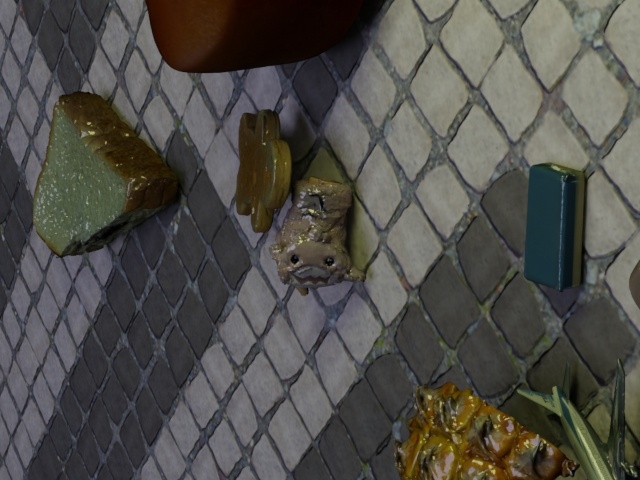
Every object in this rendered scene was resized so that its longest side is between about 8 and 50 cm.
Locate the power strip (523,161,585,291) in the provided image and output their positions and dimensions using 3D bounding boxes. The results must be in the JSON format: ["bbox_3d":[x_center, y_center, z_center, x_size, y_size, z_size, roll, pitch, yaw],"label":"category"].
[{"bbox_3d":[0.233,-0.016,1.450,0.056,0.032,0.123,20,115,52],"label":"power strip"}]

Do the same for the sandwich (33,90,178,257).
[{"bbox_3d":[-0.329,-0.060,2.213,0.288,0.100,0.254,42,125,43],"label":"sandwich"}]

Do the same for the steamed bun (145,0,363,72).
[{"bbox_3d":[-0.072,-0.372,1.621,0.248,0.235,0.379,26,120,54],"label":"steamed bun"}]

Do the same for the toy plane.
[{"bbox_3d":[0.273,0.222,1.430,0.226,0.058,0.226,57,146,38],"label":"toy plane"}]

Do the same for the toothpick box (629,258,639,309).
[{"bbox_3d":[0.338,0.002,1.240,0.098,0.098,0.149,55,141,32],"label":"toothpick box"}]

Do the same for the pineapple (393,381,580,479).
[{"bbox_3d":[0.128,0.236,1.457,0.161,0.158,0.334,37,175,2],"label":"pineapple"}]

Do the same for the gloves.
[{"bbox_3d":[-0.008,-0.005,1.753,0.110,0.094,0.144,-9,93,12],"label":"gloves"}]

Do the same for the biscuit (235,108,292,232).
[{"bbox_3d":[-0.070,-0.086,1.814,0.234,0.030,0.153,-166,77,-75],"label":"biscuit"}]
